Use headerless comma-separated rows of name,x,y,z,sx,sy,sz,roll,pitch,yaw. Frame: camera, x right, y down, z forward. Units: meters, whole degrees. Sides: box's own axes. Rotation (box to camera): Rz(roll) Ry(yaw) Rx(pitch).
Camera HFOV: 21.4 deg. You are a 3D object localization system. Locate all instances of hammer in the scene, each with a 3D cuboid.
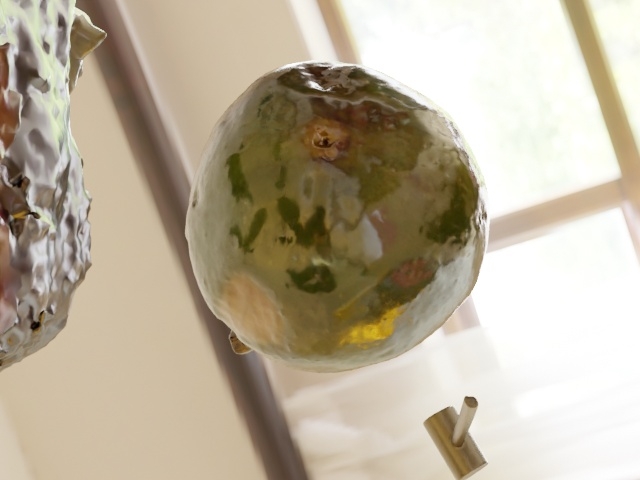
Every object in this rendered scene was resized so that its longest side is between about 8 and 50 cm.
hammer,0.068,0.090,0.821,0.035,0.019,0.110,59,173,16

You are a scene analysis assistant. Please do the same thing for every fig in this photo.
fig,0.000,0.000,1.100,0.245,0.195,0.195,116,150,-59

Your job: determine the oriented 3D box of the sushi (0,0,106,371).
sushi,-0.173,-0.100,0.628,0.182,0.196,0.343,178,86,-76
